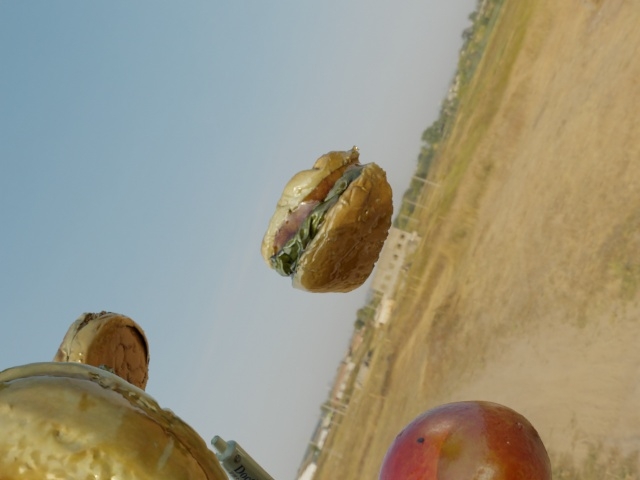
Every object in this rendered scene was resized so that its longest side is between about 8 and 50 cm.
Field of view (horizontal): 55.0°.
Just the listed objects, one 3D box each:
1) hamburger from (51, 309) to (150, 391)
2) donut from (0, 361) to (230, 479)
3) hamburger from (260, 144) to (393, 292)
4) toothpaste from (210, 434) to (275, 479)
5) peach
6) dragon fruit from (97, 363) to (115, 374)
[{"bbox_3d":[-0.407,0.234,1.146,0.214,0.108,0.213,-3,-90,-71],"label":"hamburger"},{"bbox_3d":[-0.315,0.361,0.698,0.198,0.449,0.448,119,175,-68],"label":"donut"},{"bbox_3d":[-0.003,-0.001,1.184,0.209,0.162,0.329,-20,-37,-34],"label":"hamburger"},{"bbox_3d":[-0.100,0.377,0.955,0.064,0.218,0.041,-38,23,-6],"label":"toothpaste"},{"bbox_3d":[0.315,0.525,1.320,0.388,0.389,0.388,21,-90,-84],"label":"peach"},{"bbox_3d":[-0.388,0.262,0.911,0.236,0.135,0.137,-34,35,28],"label":"dragon fruit"}]
